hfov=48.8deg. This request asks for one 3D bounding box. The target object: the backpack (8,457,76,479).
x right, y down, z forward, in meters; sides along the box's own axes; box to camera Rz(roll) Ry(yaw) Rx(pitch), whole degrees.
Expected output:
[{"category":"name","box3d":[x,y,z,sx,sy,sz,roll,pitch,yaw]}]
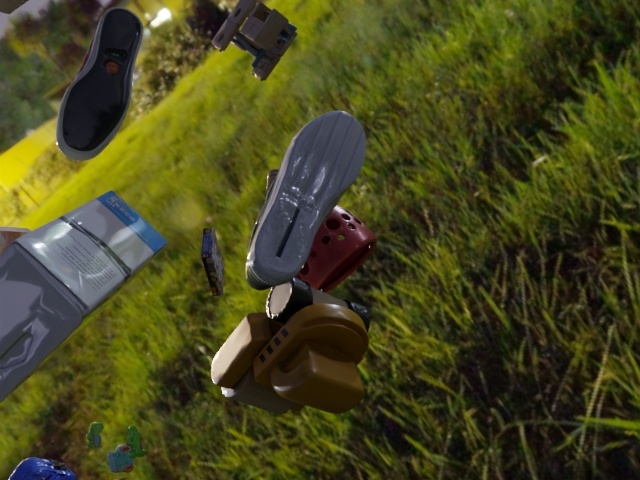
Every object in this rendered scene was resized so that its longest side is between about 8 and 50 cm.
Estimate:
[{"category":"backpack","box3d":[-0.597,0.523,1.515,0.101,0.120,0.098,19,74,41]}]

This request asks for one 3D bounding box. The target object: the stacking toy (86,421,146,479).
[{"category":"stacking toy","box3d":[-0.367,0.451,1.334,0.167,0.221,0.052,-9,1,43]}]

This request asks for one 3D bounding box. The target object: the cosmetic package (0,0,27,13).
[{"category":"cosmetic package","box3d":[-0.493,-0.493,1.215,0.239,0.099,0.060,-21,-4,26]}]

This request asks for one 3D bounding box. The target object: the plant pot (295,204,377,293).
[{"category":"plant pot","box3d":[0.000,0.000,1.514,0.191,0.174,0.191,-38,-12,-10]}]

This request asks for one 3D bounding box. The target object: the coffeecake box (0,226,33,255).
[{"category":"coffeecake box","box3d":[-0.762,0.040,1.611,0.185,0.142,0.068,3,8,-37]}]

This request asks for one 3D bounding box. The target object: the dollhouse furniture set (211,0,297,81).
[{"category":"dollhouse furniture set","box3d":[-0.118,-0.406,1.466,0.129,0.129,0.184,-54,37,8]}]

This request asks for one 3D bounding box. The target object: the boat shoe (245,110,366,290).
[{"category":"boat shoe","box3d":[-0.039,-0.069,1.126,0.119,0.121,0.335,-32,25,58]}]

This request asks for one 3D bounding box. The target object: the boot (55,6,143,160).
[{"category":"boot","box3d":[-0.348,-0.216,1.090,0.176,0.088,0.244,-24,49,60]}]

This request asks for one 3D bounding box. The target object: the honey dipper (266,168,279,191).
[{"category":"honey dipper","box3d":[-0.078,-0.051,1.166,0.030,0.030,0.161,-27,43,32]}]

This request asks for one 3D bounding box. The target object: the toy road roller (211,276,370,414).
[{"category":"toy road roller","box3d":[-0.047,0.248,1.355,0.329,0.202,0.240,-50,31,24]}]

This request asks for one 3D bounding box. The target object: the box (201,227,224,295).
[{"category":"box","box3d":[-0.248,0.050,1.634,0.027,0.137,0.094,-5,46,2]}]

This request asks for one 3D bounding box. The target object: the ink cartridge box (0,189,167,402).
[{"category":"ink cartridge box","box3d":[-0.376,0.073,0.999,0.223,0.129,0.307,-42,7,15]}]
